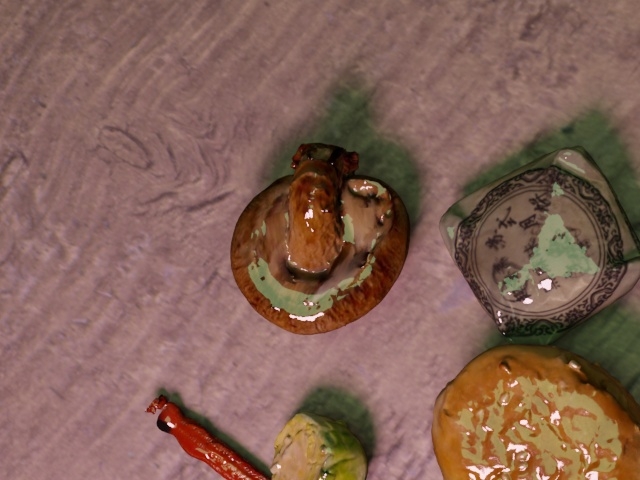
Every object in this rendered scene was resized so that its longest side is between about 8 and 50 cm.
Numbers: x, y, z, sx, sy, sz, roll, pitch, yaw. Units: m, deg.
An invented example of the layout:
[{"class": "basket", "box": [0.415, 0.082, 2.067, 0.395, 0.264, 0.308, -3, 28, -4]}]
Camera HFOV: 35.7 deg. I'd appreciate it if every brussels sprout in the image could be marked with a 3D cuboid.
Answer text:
[{"class": "brussels sprout", "box": [0.005, 0.341, 1.505, 0.152, 0.122, 0.149, -12, 64, 46]}]

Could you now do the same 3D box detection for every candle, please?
[{"class": "candle", "box": [-0.148, 0.355, 1.583, 0.329, 0.048, 0.051, 33, 78, 18]}]

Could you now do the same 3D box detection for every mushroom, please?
[{"class": "mushroom", "box": [0.004, -0.008, 1.516, 0.263, 0.195, 0.283, 13, 102, 11]}]

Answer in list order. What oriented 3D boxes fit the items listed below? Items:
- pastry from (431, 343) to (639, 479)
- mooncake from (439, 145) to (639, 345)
[{"class": "pastry", "box": [0.314, 0.292, 1.379, 0.315, 0.184, 0.284, 45, 102, 17]}, {"class": "mooncake", "box": [0.327, 0.009, 1.447, 0.250, 0.136, 0.254, -32, 73, 14]}]
